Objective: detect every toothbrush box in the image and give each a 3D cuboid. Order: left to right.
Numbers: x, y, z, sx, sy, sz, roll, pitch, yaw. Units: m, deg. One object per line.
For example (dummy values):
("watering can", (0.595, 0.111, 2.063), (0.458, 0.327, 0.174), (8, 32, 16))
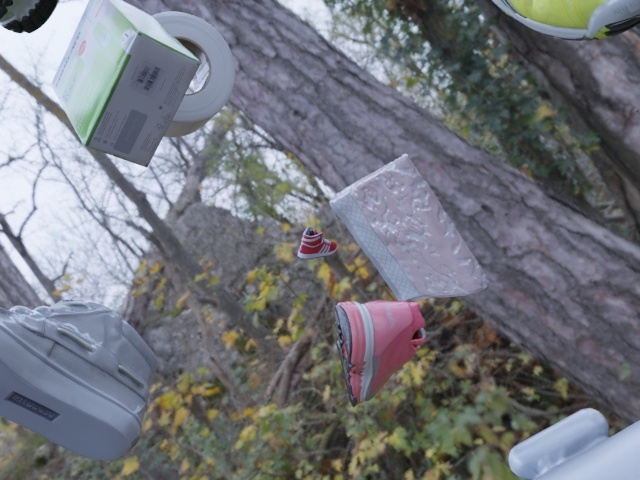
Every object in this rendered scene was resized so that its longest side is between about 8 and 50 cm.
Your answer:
("toothbrush box", (-0.351, -0.291, 1.108), (0.122, 0.283, 0.206), (19, -69, -41))

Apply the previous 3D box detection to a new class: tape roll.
("tape roll", (-0.332, -0.371, 1.441), (0.246, 0.246, 0.169), (-36, 11, -22))

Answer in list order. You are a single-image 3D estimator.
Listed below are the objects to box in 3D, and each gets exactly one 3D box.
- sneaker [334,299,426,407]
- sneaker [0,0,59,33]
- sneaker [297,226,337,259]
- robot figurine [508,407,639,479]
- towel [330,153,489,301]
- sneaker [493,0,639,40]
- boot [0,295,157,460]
("sneaker", (0.101, 0.181, 1.006), (0.136, 0.116, 0.314), (-12, -27, -4))
("sneaker", (-0.428, -0.458, 1.007), (0.279, 0.118, 0.107), (-39, -38, 3))
("sneaker", (0.000, 0.000, 1.417), (0.118, 0.042, 0.067), (-14, -58, -48))
("robot figurine", (0.329, 0.334, 0.686), (0.353, 0.300, 0.200), (-33, -46, 9))
("towel", (0.189, -0.007, 1.433), (0.053, 0.332, 0.317), (-39, 8, -29))
("sneaker", (0.139, -0.299, 0.529), (0.147, 0.385, 0.145), (9, -53, -41))
("boot", (-0.270, 0.096, 0.598), (0.095, 0.258, 0.123), (-32, 30, 24))
